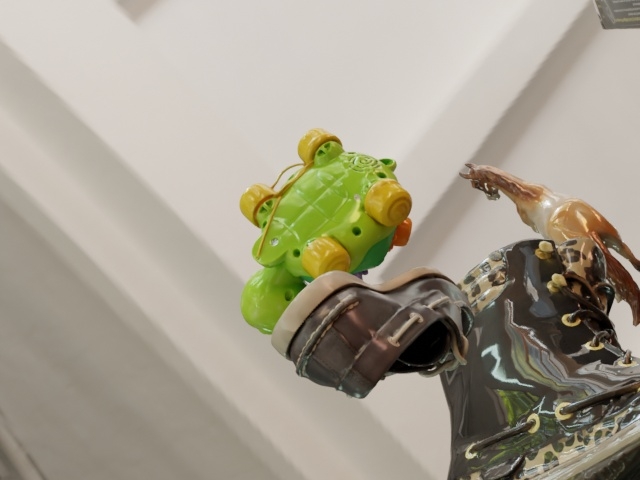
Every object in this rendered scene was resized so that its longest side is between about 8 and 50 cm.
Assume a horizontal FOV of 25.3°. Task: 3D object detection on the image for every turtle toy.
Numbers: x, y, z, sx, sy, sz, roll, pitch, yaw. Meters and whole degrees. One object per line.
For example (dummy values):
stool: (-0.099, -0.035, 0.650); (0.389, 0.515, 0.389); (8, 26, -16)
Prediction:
turtle toy: (0.000, 0.000, 0.847); (0.130, 0.095, 0.066); (-44, -43, -5)

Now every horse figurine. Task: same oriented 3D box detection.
horse figurine: (0.279, -0.005, 1.580); (0.066, 0.263, 0.174); (-47, -59, 2)

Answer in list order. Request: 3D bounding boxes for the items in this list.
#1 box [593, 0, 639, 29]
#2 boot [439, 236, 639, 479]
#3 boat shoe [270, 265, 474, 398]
box: (0.293, -0.320, 1.319); (0.076, 0.307, 0.242); (-21, -82, 0)
boot: (0.250, 0.105, 1.206); (0.138, 0.377, 0.284); (39, -152, -34)
boat shoe: (0.046, 0.060, 0.796); (0.065, 0.075, 0.206); (40, -166, 23)
